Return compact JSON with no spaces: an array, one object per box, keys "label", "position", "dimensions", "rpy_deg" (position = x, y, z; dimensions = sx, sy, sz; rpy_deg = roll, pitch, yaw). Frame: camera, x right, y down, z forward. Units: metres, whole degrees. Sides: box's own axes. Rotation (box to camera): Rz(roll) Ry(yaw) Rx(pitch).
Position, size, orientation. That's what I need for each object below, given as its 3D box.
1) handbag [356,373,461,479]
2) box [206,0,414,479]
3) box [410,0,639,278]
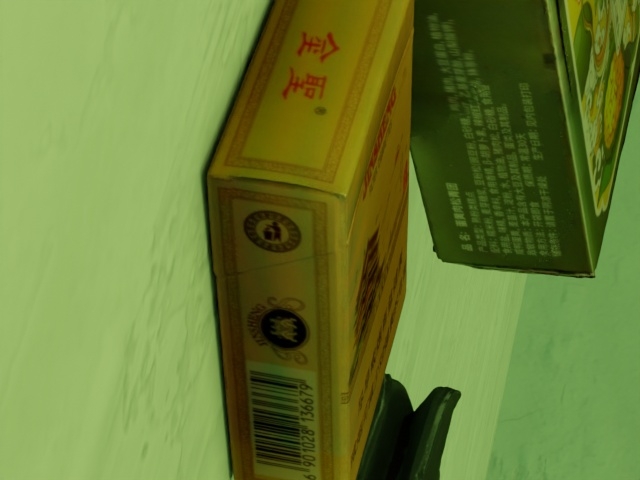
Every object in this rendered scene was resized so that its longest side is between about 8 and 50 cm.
[{"label":"handbag","position":[0.055,0.278,1.644],"dimensions":[0.247,0.079,0.260],"rpy_deg":[-68,165,-48]},{"label":"box","position":[0.000,0.000,1.074],"dimensions":[0.274,0.076,0.174],"rpy_deg":[88,14,-48]},{"label":"box","position":[0.157,-0.238,1.397],"dimensions":[0.420,0.138,0.373],"rpy_deg":[71,30,-51]}]
